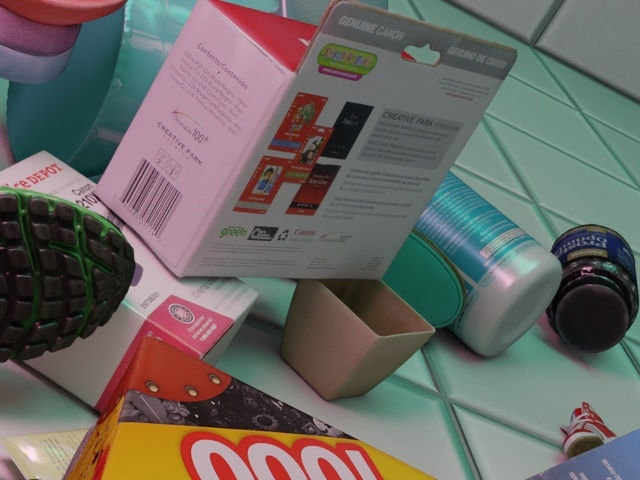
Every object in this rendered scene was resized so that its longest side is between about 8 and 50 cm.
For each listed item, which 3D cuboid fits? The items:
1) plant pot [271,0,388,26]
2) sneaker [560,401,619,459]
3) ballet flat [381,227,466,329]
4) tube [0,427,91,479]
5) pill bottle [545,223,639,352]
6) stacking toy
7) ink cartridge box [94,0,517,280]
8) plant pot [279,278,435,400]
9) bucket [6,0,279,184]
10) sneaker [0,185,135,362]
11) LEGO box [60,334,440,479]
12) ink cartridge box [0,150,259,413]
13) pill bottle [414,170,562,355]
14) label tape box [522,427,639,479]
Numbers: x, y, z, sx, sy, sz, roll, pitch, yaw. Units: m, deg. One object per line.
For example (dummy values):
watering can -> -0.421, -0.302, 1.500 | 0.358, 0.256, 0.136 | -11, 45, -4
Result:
plant pot -> -0.061, -0.240, 1.824 | 0.247, 0.247, 0.252 | 27, 45, -47
sneaker -> 0.284, 0.210, 1.602 | 0.118, 0.042, 0.067 | 17, 28, -53
ballet flat -> 0.000, 0.000, 1.622 | 0.342, 0.116, 0.124 | 21, 3, -17
tube -> -0.125, 0.167, 1.106 | 0.070, 0.062, 0.240 | -6, -3, 41
pill bottle -> 0.357, 0.065, 1.926 | 0.122, 0.123, 0.219 | 31, 20, -1
stacking toy -> -0.304, -0.269, 1.291 | 0.309, 0.130, 0.279 | 39, 31, 3
ink cartridge box -> -0.002, -0.108, 1.311 | 0.130, 0.272, 0.309 | 43, 21, 29
plant pot -> 0.025, 0.094, 1.420 | 0.109, 0.096, 0.109 | 42, 22, 27
bucket -> -0.180, -0.157, 1.468 | 0.183, 0.281, 0.281 | 15, 26, -35
sneaker -> -0.303, -0.008, 1.067 | 0.343, 0.134, 0.146 | 9, 22, -17
LEGO box -> 0.059, 0.319, 0.764 | 0.500, 0.193, 0.372 | 28, 26, -12
ink cartridge box -> -0.193, 0.040, 1.226 | 0.237, 0.100, 0.172 | 33, 20, 3
pill bottle -> 0.146, 0.004, 1.729 | 0.264, 0.146, 0.146 | 42, 23, 24
label tape box -> 0.207, 0.300, 1.134 | 0.333, 0.106, 0.241 | -21, 41, -12
